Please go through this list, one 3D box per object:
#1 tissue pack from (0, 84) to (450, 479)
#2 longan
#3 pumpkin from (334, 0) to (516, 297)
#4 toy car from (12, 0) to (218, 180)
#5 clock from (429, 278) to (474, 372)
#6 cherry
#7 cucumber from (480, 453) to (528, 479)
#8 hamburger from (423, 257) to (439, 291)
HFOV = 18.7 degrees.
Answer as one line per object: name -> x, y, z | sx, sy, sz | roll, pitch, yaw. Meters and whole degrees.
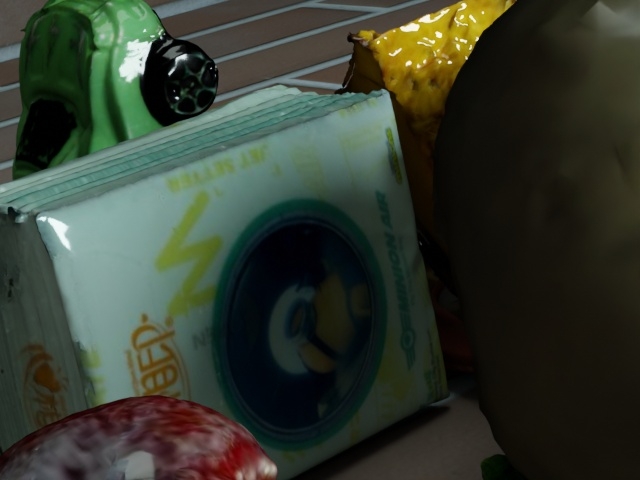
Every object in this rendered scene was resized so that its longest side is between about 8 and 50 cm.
tissue pack -> -0.087, 0.054, 1.529 | 0.162, 0.287, 0.388 | 0, 17, 44
longan -> 0.258, 0.008, 1.319 | 0.404, 0.436, 0.404 | -37, 8, 6
pumpkin -> 0.172, -0.086, 1.651 | 0.225, 0.256, 0.303 | -26, 47, -10
toy car -> -0.182, -0.038, 1.719 | 0.176, 0.359, 0.213 | -24, 25, -27
clock -> 0.245, 0.057, 1.736 | 0.318, 0.080, 0.318 | -12, 14, 3
cherry -> -0.128, 0.214, 1.149 | 0.300, 0.203, 0.230 | -19, 54, -3
cucumber -> 0.144, 0.189, 1.425 | 0.039, 0.039, 0.168 | -8, 15, -3
hamburger -> 0.000, 0.001, 1.897 | 0.283, 0.144, 0.259 | -16, 27, -17
